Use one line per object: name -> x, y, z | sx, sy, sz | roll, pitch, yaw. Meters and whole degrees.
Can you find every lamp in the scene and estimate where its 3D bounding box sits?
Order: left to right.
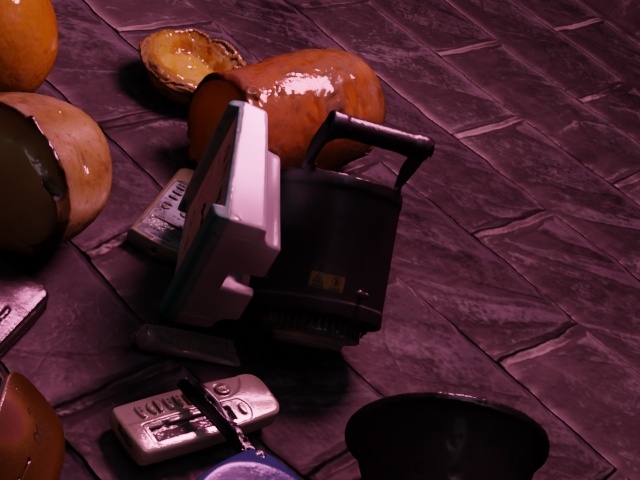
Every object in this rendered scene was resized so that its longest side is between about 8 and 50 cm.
lamp -> 0.009, 0.024, 1.977 | 0.205, 0.374, 0.272 | 13, 62, -21

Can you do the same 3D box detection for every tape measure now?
tape measure -> -0.116, 0.311, 1.634 | 0.351, 0.098, 0.215 | 46, 40, 19

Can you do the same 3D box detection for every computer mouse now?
computer mouse -> -0.357, 0.260, 1.558 | 0.126, 0.056, 0.245 | 57, 29, -30

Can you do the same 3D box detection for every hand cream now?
hand cream -> -0.191, 0.147, 1.918 | 0.165, 0.037, 0.057 | 14, 33, -29

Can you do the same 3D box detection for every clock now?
clock -> -0.132, -0.029, 1.944 | 0.116, 0.262, 0.231 | 17, 49, -15

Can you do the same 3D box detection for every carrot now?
carrot -> -0.051, -0.216, 2.336 | 0.341, 0.224, 0.224 | -11, 47, -41

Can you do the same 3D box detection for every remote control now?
remote control -> -0.222, -0.041, 2.149 | 0.098, 0.038, 0.233 | 26, 34, 3
remote control -> -0.163, 0.236, 1.784 | 0.230, 0.049, 0.090 | -10, 47, -38

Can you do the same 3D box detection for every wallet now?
wallet -> -0.465, 0.097, 1.794 | 0.149, 0.044, 0.250 | 31, 33, 3

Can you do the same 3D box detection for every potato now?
potato -> -0.417, -0.113, 1.974 | 0.285, 0.242, 0.242 | 19, 28, 28

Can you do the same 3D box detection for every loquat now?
loquat -> -0.542, -0.343, 2.162 | 0.275, 0.275, 0.275 | 17, 34, -12

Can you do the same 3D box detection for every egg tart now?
egg tart -> -0.236, -0.307, 2.466 | 0.213, 0.090, 0.212 | 15, 33, -10

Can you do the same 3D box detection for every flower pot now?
flower pot -> 0.155, 0.321, 1.735 | 0.269, 0.269, 0.166 | 18, 55, -11

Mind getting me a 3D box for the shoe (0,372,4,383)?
shoe -> -0.460, 0.129, 1.620 | 0.114, 0.137, 0.291 | -39, 85, -30
